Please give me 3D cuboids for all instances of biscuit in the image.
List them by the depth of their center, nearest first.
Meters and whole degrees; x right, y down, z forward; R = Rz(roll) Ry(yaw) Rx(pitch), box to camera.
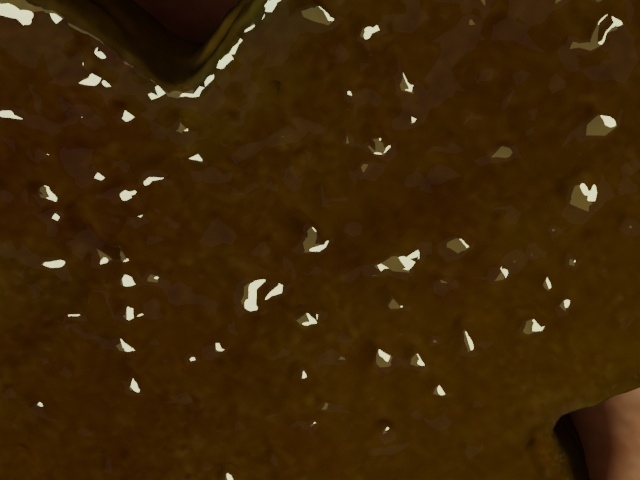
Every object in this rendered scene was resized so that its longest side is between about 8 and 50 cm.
[{"bbox_3d":[0.000,0.000,0.581,0.432,0.064,0.283,-39,111,24],"label":"biscuit"}]
